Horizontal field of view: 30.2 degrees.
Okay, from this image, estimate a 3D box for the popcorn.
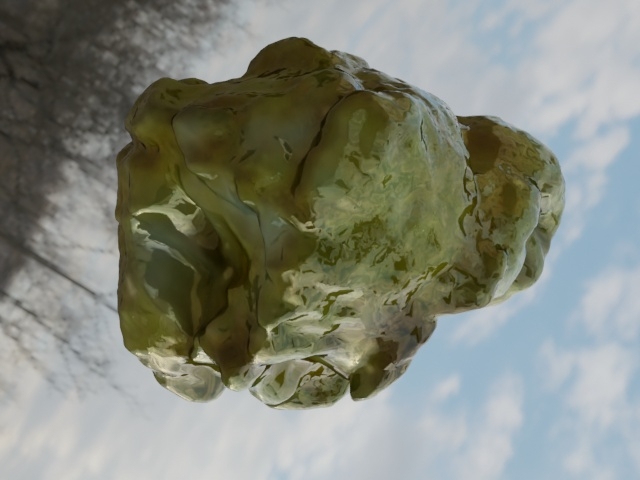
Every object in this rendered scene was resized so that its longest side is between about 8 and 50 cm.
[{"bbox_3d":[-0.005,-0.012,0.925,0.334,0.294,0.292,-12,-167,40],"label":"popcorn"}]
